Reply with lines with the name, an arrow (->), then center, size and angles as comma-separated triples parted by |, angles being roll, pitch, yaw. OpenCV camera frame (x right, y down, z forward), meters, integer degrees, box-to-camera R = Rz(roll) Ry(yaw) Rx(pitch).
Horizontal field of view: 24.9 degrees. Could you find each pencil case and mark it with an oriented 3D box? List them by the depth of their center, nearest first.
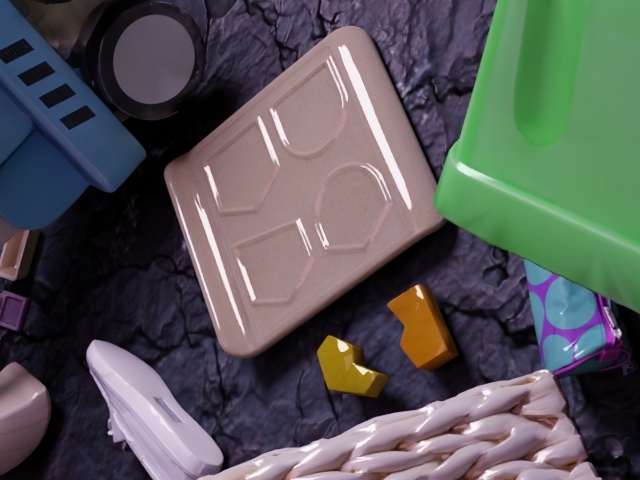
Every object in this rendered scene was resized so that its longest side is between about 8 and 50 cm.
pencil case -> 0.179, 0.022, 1.026 | 0.070, 0.065, 0.151 | -32, 60, 48

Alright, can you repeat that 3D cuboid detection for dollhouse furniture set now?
dollhouse furniture set -> -0.341, 0.022, 1.441 | 0.091, 0.081, 0.114 | 14, 88, 41

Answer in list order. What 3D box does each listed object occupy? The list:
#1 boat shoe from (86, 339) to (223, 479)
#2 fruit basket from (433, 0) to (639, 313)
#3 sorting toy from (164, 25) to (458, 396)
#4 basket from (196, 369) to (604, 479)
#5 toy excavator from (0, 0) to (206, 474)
boat shoe -> -0.156, 0.160, 1.273 | 0.184, 0.066, 0.063 | 41, 105, 28
fruit basket -> 0.279, -0.029, 0.826 | 0.283, 0.392, 0.392 | 28, 97, 40
sorting toy -> 0.000, 0.000, 1.200 | 0.229, 0.041, 0.307 | -34, 59, 23
basket -> 0.037, 0.290, 0.839 | 0.331, 0.328, 0.266 | -19, 58, -2
toy excavator -> -0.309, -0.058, 1.308 | 0.445, 0.433, 0.222 | -47, 37, -11
